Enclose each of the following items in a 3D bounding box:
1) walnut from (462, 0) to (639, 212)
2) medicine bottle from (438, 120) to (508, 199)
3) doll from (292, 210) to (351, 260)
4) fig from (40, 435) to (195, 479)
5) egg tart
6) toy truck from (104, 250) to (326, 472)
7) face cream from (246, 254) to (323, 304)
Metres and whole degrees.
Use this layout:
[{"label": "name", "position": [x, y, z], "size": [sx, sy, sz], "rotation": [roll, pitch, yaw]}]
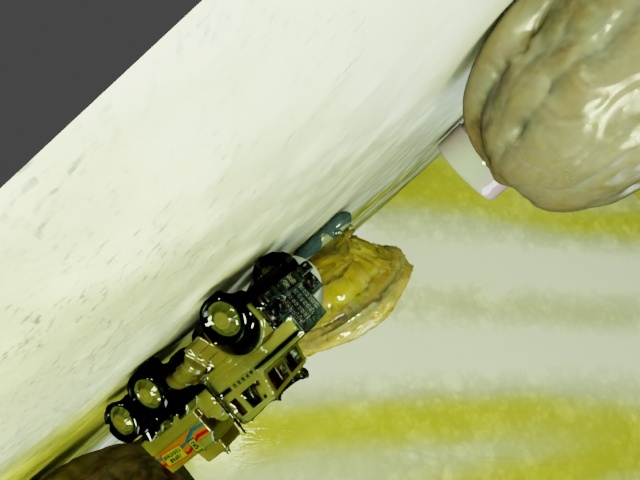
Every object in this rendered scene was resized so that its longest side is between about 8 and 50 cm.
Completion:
[{"label": "walnut", "position": [0.229, -0.130, 0.421], "size": [0.224, 0.224, 0.224], "rotation": [-43, 177, -3]}, {"label": "medicine bottle", "position": [0.477, -0.281, 1.201], "size": [0.325, 0.212, 0.212], "rotation": [-46, 176, 27]}, {"label": "doll", "position": [0.000, 0.000, 0.737], "size": [0.125, 0.027, 0.037], "rotation": [-42, -175, -11]}, {"label": "fig", "position": [-0.249, 0.328, 0.623], "size": [0.286, 0.286, 0.368], "rotation": [-46, -150, 38]}, {"label": "egg tart", "position": [0.007, 0.062, 0.767], "size": [0.291, 0.107, 0.290], "rotation": [-26, -163, 9]}, {"label": "toy truck", "position": [-0.094, 0.130, 0.489], "size": [0.257, 0.127, 0.127], "rotation": [-49, 173, 27]}, {"label": "face cream", "position": [-0.041, 0.067, 0.575], "size": [0.091, 0.091, 0.095], "rotation": [-41, 169, -32]}]
